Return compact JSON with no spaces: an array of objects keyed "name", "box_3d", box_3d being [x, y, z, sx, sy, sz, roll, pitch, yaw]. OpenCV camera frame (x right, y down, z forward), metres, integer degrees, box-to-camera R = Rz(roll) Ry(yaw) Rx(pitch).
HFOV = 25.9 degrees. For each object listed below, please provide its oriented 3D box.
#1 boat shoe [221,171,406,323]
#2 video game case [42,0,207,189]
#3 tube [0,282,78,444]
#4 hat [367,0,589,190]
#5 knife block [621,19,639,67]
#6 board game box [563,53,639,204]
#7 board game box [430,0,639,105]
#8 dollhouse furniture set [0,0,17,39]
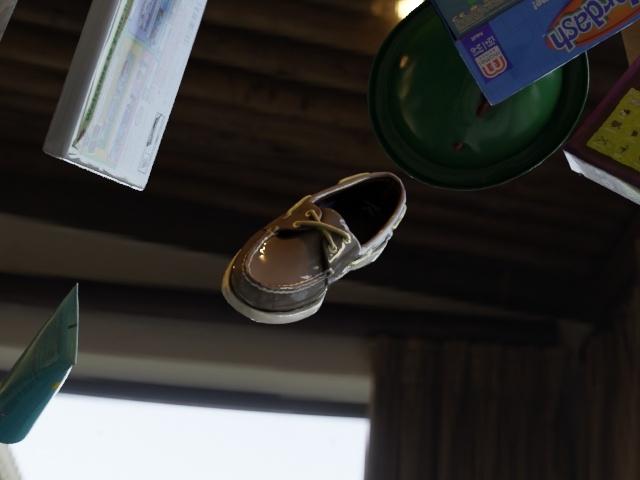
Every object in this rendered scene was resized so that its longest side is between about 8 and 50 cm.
[{"name":"boat shoe","box_3d":[0.000,0.000,1.634,0.324,0.116,0.097,-29,-23,-54]},{"name":"video game case","box_3d":[-0.151,-0.155,1.142,0.023,0.212,0.193,18,-2,12]},{"name":"tube","box_3d":[-0.261,0.123,1.287,0.052,0.080,0.207,7,-34,-27]},{"name":"hat","box_3d":[0.111,-0.146,1.040,0.208,0.173,0.183,-33,-17,9]},{"name":"knife block","box_3d":[0.452,-0.219,1.509,0.242,0.088,0.276,-11,-71,17]},{"name":"board game box","box_3d":[0.425,-0.081,1.295,0.347,0.208,0.056,33,-8,36]},{"name":"board game box","box_3d":[0.129,-0.174,0.773,0.160,0.210,0.047,-30,-59,9]},{"name":"dollhouse furniture set","box_3d":[-0.246,-0.322,1.103,0.256,0.394,0.362,1,-26,-27]}]
